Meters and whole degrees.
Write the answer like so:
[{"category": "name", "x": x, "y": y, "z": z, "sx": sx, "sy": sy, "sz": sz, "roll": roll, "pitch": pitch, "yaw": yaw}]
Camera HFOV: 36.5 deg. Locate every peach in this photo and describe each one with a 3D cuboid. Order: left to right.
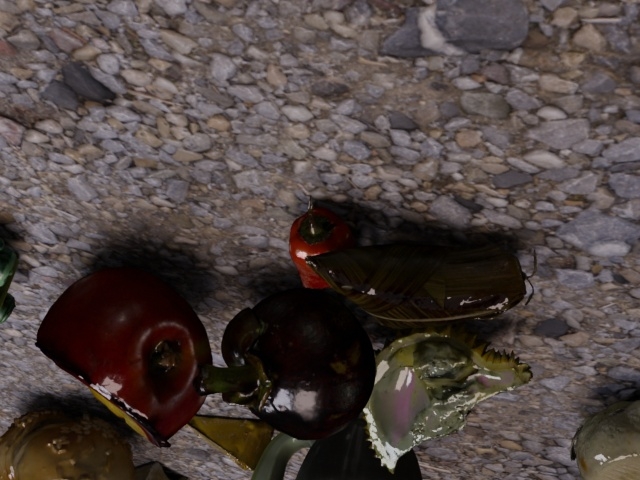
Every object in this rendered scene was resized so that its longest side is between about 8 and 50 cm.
[{"category": "peach", "x": -0.293, "y": 0.158, "z": 1.508, "sx": 0.257, "sy": 0.201, "sz": 0.361, "roll": 44, "pitch": 164, "yaw": -20}]

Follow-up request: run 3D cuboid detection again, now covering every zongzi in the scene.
[{"category": "zongzi", "x": 0.139, "y": 0.047, "z": 1.270, "sx": 0.247, "sy": 0.111, "sz": 0.241, "roll": -7, "pitch": 163, "yaw": 27}]

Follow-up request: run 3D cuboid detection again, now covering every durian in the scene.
[{"category": "durian", "x": 0.177, "y": 0.220, "z": 1.490, "sx": 0.306, "sy": 0.167, "sz": 0.172, "roll": -31, "pitch": 128, "yaw": 31}]

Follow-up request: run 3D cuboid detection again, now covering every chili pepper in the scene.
[{"category": "chili pepper", "x": 0.000, "y": 0.000, "z": 1.323, "sx": 0.084, "sy": 0.086, "sz": 0.192, "roll": 19, "pitch": 150, "yaw": 23}]

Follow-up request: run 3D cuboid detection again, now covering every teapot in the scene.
[{"category": "teapot", "x": 0.047, "y": 0.437, "z": 1.750, "sx": 0.239, "sy": 0.239, "sz": 0.321, "roll": 33, "pitch": 134, "yaw": -23}]

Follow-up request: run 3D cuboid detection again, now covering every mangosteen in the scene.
[{"category": "mangosteen", "x": -0.058, "y": 0.196, "z": 1.444, "sx": 0.289, "sy": 0.231, "sz": 0.231, "roll": -18, "pitch": 159, "yaw": -34}]

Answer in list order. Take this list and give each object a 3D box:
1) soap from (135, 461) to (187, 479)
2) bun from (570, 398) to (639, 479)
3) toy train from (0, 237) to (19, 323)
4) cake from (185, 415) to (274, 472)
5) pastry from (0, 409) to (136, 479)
[{"category": "soap", "x": -0.447, "y": 0.644, "z": 2.155, "sx": 0.281, "sy": 0.259, "sz": 0.143, "roll": -26, "pitch": 122, "yaw": 37}, {"category": "bun", "x": 0.517, "y": 0.330, "z": 1.551, "sx": 0.239, "sy": 0.141, "sz": 0.239, "roll": 3, "pitch": 142, "yaw": 3}, {"category": "toy train", "x": -0.622, "y": 0.006, "z": 1.481, "sx": 0.368, "sy": 0.150, "sz": 0.237, "roll": 28, "pitch": 134, "yaw": -22}, {"category": "cake", "x": -0.180, "y": 0.403, "z": 1.884, "sx": 0.184, "sy": 0.116, "sz": 0.080, "roll": 1, "pitch": 143, "yaw": 8}, {"category": "pastry", "x": -0.513, "y": 0.445, "z": 1.970, "sx": 0.315, "sy": 0.184, "sz": 0.284, "roll": -9, "pitch": 146, "yaw": 44}]
